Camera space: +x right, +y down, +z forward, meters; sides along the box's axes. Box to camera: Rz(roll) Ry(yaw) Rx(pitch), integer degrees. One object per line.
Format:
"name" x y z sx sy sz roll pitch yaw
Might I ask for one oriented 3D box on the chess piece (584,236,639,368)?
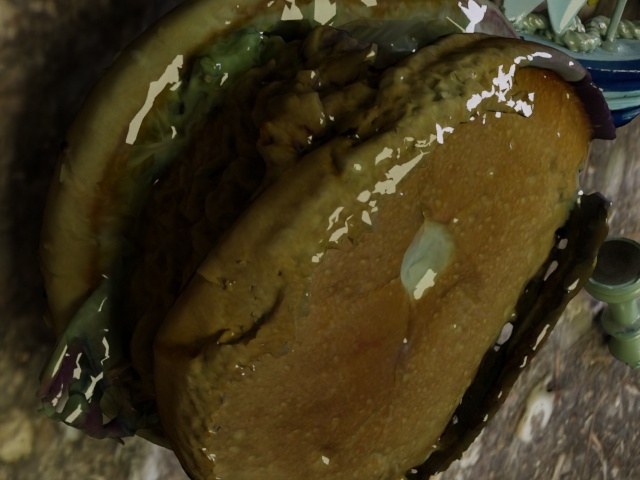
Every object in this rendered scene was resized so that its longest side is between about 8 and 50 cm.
"chess piece" 0.263 0.064 1.146 0.059 0.059 0.149 -47 139 -19

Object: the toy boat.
"toy boat" 0.199 -0.205 0.890 0.221 0.067 0.291 -2 129 -24

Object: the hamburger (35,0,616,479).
"hamburger" 0.000 0.000 0.711 0.318 0.195 0.277 -53 143 7
